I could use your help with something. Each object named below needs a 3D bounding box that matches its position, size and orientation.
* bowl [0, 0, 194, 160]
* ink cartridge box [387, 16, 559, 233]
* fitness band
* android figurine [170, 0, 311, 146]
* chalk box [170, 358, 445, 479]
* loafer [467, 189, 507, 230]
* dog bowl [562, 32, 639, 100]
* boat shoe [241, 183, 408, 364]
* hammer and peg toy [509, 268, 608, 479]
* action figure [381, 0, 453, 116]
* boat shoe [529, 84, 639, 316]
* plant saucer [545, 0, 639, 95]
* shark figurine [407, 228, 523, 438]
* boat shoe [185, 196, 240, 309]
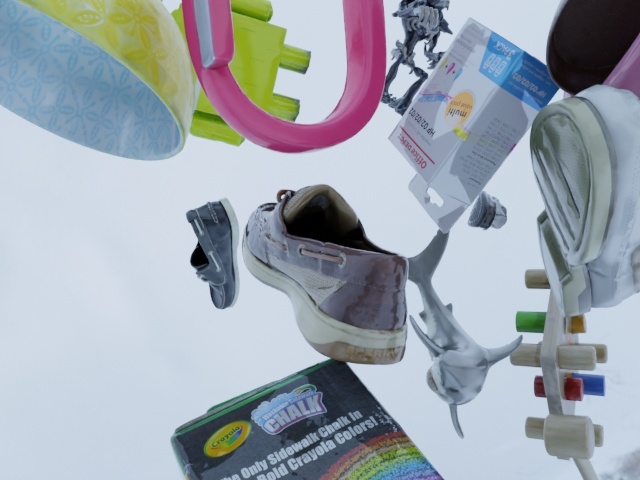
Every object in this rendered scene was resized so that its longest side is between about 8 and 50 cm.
[{"bbox_3d":[-0.252,-0.226,0.669,0.289,0.289,0.156,54,51,-59],"label":"bowl"},{"bbox_3d":[0.134,-0.110,0.612,0.061,0.104,0.181,20,115,-30],"label":"ink cartridge box"},{"bbox_3d":[-0.029,-0.229,0.604,0.209,0.291,0.054,-3,179,-36],"label":"fitness band"},{"bbox_3d":[-0.158,-0.286,1.027,0.272,0.056,0.248,10,96,-15],"label":"android figurine"},{"bbox_3d":[-0.011,0.242,0.554,0.180,0.289,0.179,-20,125,-20],"label":"chalk box"},{"bbox_3d":[0.374,-0.063,1.367,0.080,0.078,0.220,-69,170,16],"label":"loafer"},{"bbox_3d":[0.345,-0.231,0.511,0.408,0.150,0.408,22,90,-83],"label":"dog bowl"},{"bbox_3d":[0.000,0.000,0.658,0.123,0.342,0.123,4,107,-19],"label":"boat shoe"},{"bbox_3d":[0.393,0.232,1.030,0.361,0.127,0.266,-60,139,-44],"label":"hammer and peg toy"},{"bbox_3d":[0.192,-0.366,1.161,0.164,0.141,0.276,26,83,-37],"label":"action figure"},{"bbox_3d":[0.232,-0.027,0.491,0.103,0.113,0.302,-16,155,12],"label":"boat shoe"},{"bbox_3d":[0.254,-0.186,0.494,0.168,0.029,0.168,-12,146,-8],"label":"plant saucer"},{"bbox_3d":[0.170,0.106,0.733,0.116,0.278,0.166,-22,117,11],"label":"shark figurine"},{"bbox_3d":[-0.180,0.031,1.033,0.079,0.084,0.233,-22,140,-25],"label":"boat shoe"}]
